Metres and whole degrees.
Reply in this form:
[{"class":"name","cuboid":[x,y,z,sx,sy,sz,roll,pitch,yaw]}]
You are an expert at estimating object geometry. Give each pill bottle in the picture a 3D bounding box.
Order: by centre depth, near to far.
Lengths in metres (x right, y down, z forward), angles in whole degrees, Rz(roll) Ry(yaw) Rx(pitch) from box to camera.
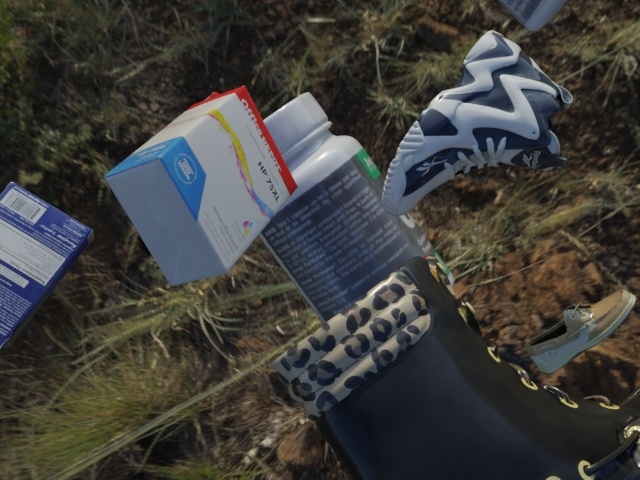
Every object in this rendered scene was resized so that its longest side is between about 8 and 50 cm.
[{"class":"pill bottle","cuboid":[0.020,-0.025,1.182,0.204,0.204,0.361,-37,96,-7]}]

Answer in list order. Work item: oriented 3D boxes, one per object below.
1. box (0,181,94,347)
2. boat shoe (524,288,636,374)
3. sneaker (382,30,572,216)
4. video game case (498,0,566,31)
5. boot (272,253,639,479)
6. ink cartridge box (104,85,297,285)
[{"class":"box","cuboid":[-0.429,0.042,1.065,0.136,0.036,0.225,31,61,0]},{"class":"boat shoe","cuboid":[0.287,0.096,0.882,0.045,0.050,0.135,45,110,-2]},{"class":"sneaker","cuboid":[0.184,-0.098,0.868,0.153,0.094,0.235,35,79,14]},{"class":"video game case","cuboid":[0.050,-0.179,0.283,0.022,0.190,0.173,-42,84,-9]},{"class":"boot","cuboid":[0.165,0.133,0.677,0.377,0.138,0.284,-31,77,-28]},{"class":"ink cartridge box","cuboid":[-0.108,-0.072,0.842,0.078,0.231,0.134,-15,114,31]}]
